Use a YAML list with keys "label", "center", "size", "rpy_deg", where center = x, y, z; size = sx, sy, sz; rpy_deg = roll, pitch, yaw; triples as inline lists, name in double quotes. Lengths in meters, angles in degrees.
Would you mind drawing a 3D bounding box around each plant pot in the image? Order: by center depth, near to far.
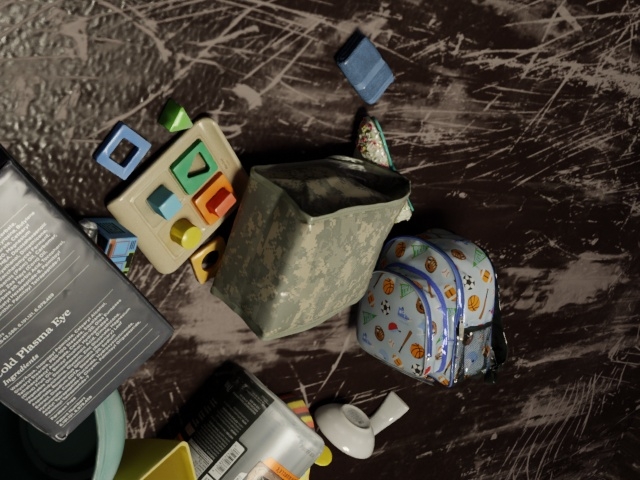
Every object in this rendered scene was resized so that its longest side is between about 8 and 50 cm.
- label: "plant pot"
  center: [-0.380, 0.252, 1.293]
  size: [0.293, 0.293, 0.196]
  rpy_deg: [-57, 165, 5]
- label: "plant pot"
  center: [-0.313, 0.415, 1.433]
  size: [0.212, 0.187, 0.212]
  rpy_deg: [-38, 128, -46]

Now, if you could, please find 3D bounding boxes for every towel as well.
- label: "towel"
  center: [0.070, -0.270, 1.531]
  size: [0.067, 0.029, 0.119]
  rpy_deg: [-51, 142, -4]

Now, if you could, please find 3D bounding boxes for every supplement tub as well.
- label: "supplement tub"
  center: [-0.172, 0.404, 1.646]
  size: [0.338, 0.207, 0.207]
  rpy_deg: [-48, 141, -7]

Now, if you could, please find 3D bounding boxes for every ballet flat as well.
- label: "ballet flat"
  center: [0.095, -0.105, 1.643]
  size: [0.077, 0.091, 0.241]
  rpy_deg: [-26, 135, 1]

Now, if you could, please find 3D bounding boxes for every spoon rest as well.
- label: "spoon rest"
  center: [0.082, 0.372, 1.959]
  size: [0.084, 0.137, 0.276]
  rpy_deg: [-55, 156, 21]

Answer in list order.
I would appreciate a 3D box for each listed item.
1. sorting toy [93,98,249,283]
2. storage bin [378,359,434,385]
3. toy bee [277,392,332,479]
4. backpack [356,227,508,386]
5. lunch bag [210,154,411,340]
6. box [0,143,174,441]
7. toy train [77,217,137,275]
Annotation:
- label: "sorting toy"
  center: [-0.189, -0.056, 1.412]
  size: [0.196, 0.047, 0.347]
  rpy_deg: [-44, 141, -12]
- label: "storage bin"
  center: [0.199, 0.235, 1.997]
  size: [0.135, 0.098, 0.091]
  rpy_deg: [28, 86, -51]
- label: "toy bee"
  center: [-0.053, 0.446, 1.837]
  size: [0.195, 0.162, 0.298]
  rpy_deg: [-29, 135, -30]
- label: "backpack"
  center: [0.196, 0.114, 1.786]
  size: [0.213, 0.277, 0.263]
  rpy_deg: [-5, 108, -45]
- label: "lunch bag"
  center: [0.000, 0.000, 1.537]
  size: [0.287, 0.169, 0.235]
  rpy_deg: [-11, 132, -45]
- label: "box"
  center: [-0.370, -0.007, 1.027]
  size: [0.179, 0.343, 0.312]
  rpy_deg: [-45, 141, -9]
- label: "toy train"
  center: [-0.325, 0.054, 1.335]
  size: [0.105, 0.080, 0.184]
  rpy_deg: [-3, 120, -51]
